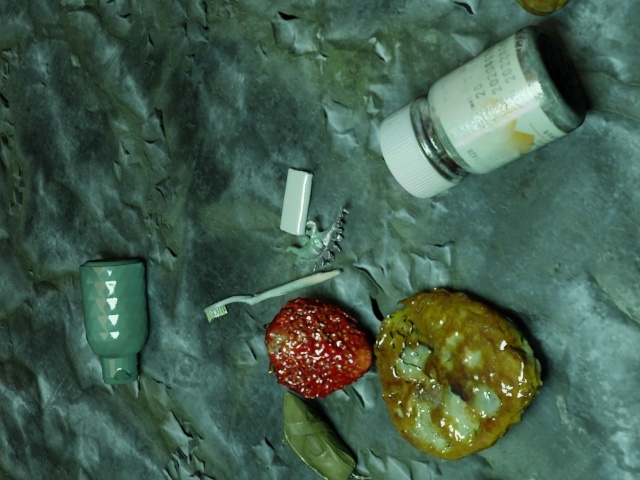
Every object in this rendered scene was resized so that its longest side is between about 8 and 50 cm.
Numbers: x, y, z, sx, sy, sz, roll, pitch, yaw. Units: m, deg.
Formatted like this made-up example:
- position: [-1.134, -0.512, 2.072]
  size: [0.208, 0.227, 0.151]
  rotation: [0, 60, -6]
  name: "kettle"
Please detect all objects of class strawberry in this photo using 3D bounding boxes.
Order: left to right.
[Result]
- position: [0.001, 0.199, 1.296]
  size: [0.202, 0.184, 0.186]
  rotation: [10, 104, 26]
  name: "strawberry"

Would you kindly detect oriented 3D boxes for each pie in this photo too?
- position: [0.211, 0.223, 1.191]
  size: [0.308, 0.085, 0.308]
  rotation: [3, 94, 41]
  name: "pie"

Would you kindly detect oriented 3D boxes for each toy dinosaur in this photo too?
- position: [0.002, -0.001, 1.354]
  size: [0.082, 0.039, 0.209]
  rotation: [52, 131, 18]
  name: "toy dinosaur"

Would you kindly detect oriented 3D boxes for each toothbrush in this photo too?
- position: [-0.105, 0.106, 1.452]
  size: [0.375, 0.028, 0.037]
  rotation: [-21, 87, 36]
  name: "toothbrush"

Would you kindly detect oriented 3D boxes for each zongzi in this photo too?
- position: [0.003, 0.367, 1.320]
  size: [0.189, 0.081, 0.178]
  rotation: [38, 153, 27]
  name: "zongzi"

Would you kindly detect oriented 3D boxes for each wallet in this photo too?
- position: [-0.047, -0.075, 1.397]
  size: [0.061, 0.025, 0.122]
  rotation: [19, 105, 41]
  name: "wallet"

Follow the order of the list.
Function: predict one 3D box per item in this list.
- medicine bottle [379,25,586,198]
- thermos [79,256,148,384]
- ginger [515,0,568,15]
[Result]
- position: [0.237, -0.183, 1.087]
  size: [0.273, 0.165, 0.165]
  rotation: [-29, 77, 35]
  name: "medicine bottle"
- position: [-0.473, 0.184, 1.671]
  size: [0.182, 0.145, 0.286]
  rotation: [-170, 77, -68]
  name: "thermos"
- position: [0.331, -0.483, 0.997]
  size: [0.165, 0.172, 0.321]
  rotation: [-104, 36, -58]
  name: "ginger"
